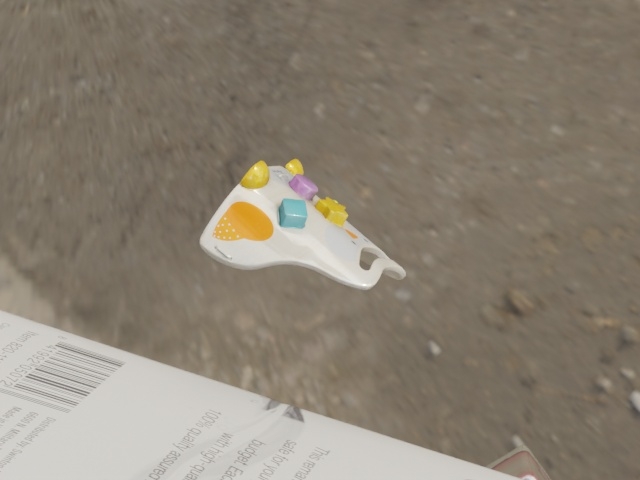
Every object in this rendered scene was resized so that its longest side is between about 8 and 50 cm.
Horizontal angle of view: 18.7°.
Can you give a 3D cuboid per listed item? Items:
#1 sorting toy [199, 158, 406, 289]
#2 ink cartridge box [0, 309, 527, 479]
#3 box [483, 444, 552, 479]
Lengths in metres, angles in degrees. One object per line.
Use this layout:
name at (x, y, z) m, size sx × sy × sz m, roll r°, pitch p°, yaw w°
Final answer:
sorting toy at (0.000, 0.000, 0.871) m, size 0.075 × 0.083 × 0.045 m, roll 31°, pitch 104°, yaw 16°
ink cartridge box at (-0.074, 0.134, 0.698) m, size 0.283 × 0.207 × 0.117 m, roll 17°, pitch 110°, yaw 11°
box at (0.143, 0.253, 1.446) m, size 0.126 × 0.232 × 0.149 m, roll -34°, pitch 87°, yaw 4°
